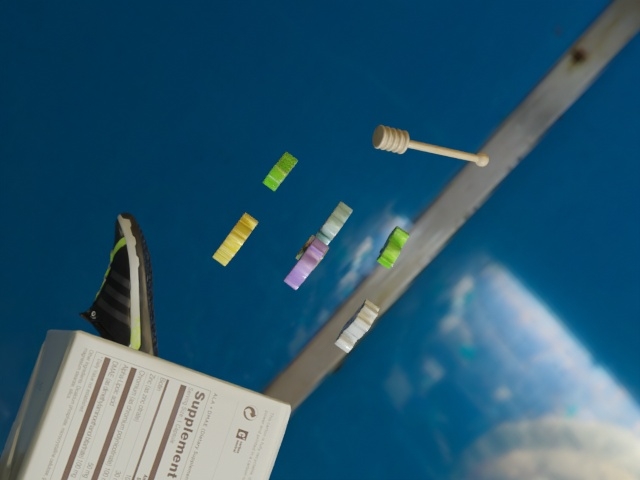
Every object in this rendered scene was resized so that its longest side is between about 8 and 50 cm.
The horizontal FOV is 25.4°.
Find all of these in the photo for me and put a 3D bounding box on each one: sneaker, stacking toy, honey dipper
[{"bbox_3d":[-0.269,0.077,1.849,0.097,0.084,0.234,-6,-105,0],"label":"sneaker"},{"bbox_3d":[0.000,0.000,1.462,0.167,0.052,0.221,36,-145,-4],"label":"stacking toy"},{"bbox_3d":[0.141,-0.113,1.758,0.161,0.030,0.030,11,-133,-25],"label":"honey dipper"}]

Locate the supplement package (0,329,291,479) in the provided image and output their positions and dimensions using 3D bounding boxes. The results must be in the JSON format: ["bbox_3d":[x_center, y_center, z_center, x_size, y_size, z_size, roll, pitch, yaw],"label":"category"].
[{"bbox_3d":[-0.144,0.178,0.965,0.145,0.262,0.204,20,-98,-12],"label":"supplement package"}]
